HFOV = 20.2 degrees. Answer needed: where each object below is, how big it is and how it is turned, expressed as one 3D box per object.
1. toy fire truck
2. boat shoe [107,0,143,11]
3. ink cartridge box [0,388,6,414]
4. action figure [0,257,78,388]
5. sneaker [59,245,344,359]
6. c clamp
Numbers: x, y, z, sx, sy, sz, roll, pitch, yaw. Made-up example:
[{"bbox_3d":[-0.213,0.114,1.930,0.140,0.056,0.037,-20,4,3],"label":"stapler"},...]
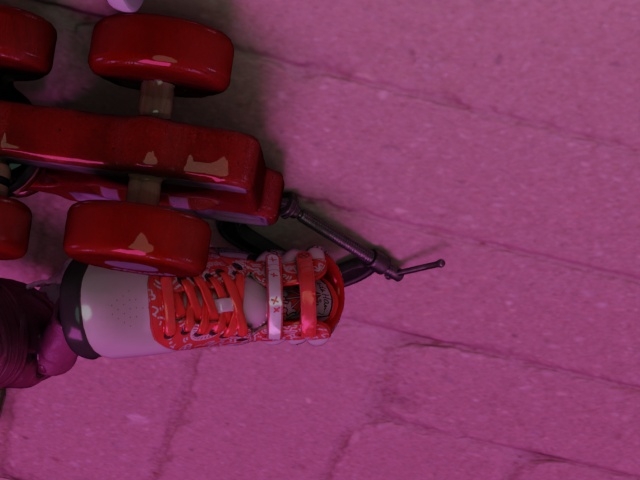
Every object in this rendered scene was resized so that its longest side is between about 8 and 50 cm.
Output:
[{"bbox_3d":[-0.182,-0.058,1.317,0.302,0.169,0.254,6,171,2],"label":"toy fire truck"},{"bbox_3d":[-0.168,-0.222,1.153,0.083,0.065,0.183,7,145,19],"label":"boat shoe"},{"bbox_3d":[-0.367,0.146,1.756,0.109,0.062,0.209,10,147,-1],"label":"ink cartridge box"},{"bbox_3d":[-0.282,0.088,1.445,0.248,0.276,0.370,9,-176,28],"label":"action figure"},{"bbox_3d":[-0.078,0.042,1.390,0.145,0.090,0.270,-3,178,24],"label":"sneaker"},{"bbox_3d":[0.000,0.000,1.479,0.160,0.022,0.137,28,149,-27],"label":"c clamp"}]
